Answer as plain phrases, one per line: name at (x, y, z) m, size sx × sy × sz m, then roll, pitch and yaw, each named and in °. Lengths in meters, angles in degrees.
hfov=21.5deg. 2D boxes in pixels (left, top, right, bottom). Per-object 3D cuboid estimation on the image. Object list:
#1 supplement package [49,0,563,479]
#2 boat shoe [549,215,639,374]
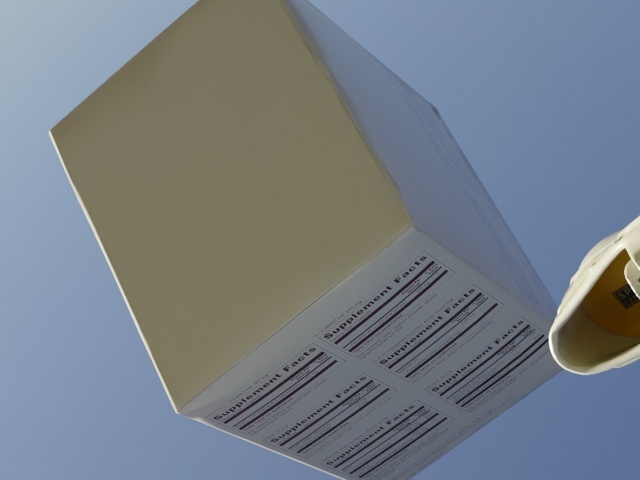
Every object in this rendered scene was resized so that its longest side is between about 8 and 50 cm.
supplement package at (0.000, 0.000, 0.889) m, size 0.149 × 0.203 × 0.194 m, roll -38°, pitch -125°, yaw 14°
boat shoe at (0.085, 0.003, 0.380) m, size 0.035 × 0.035 × 0.100 m, roll -48°, pitch -176°, yaw -39°
